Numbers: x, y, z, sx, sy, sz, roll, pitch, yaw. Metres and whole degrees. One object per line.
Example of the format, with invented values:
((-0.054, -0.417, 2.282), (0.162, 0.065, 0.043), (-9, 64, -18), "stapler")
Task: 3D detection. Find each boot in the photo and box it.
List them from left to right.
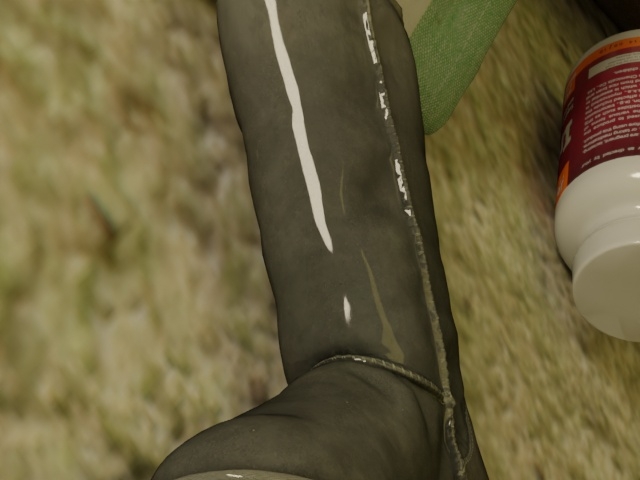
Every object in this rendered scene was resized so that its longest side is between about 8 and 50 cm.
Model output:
((-0.003, 0.000, 0.442), (0.189, 0.076, 0.208), (34, 50, -65), "boot")

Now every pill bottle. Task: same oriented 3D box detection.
((0.158, -0.027, 0.703), (0.086, 0.086, 0.152), (49, 35, -29), "pill bottle")

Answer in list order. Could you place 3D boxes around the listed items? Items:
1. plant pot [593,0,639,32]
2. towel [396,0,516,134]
((0.222, -0.197, 0.826), (0.230, 0.215, 0.215), (18, 55, -36), "plant pot")
((0.007, -0.207, 0.496), (0.325, 0.038, 0.248), (29, 90, -49), "towel")
